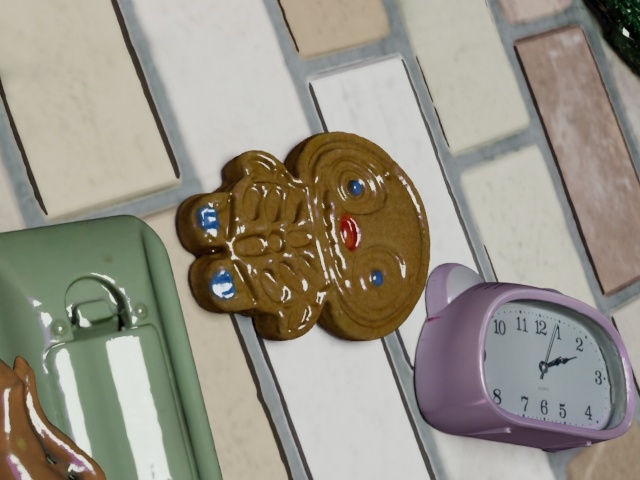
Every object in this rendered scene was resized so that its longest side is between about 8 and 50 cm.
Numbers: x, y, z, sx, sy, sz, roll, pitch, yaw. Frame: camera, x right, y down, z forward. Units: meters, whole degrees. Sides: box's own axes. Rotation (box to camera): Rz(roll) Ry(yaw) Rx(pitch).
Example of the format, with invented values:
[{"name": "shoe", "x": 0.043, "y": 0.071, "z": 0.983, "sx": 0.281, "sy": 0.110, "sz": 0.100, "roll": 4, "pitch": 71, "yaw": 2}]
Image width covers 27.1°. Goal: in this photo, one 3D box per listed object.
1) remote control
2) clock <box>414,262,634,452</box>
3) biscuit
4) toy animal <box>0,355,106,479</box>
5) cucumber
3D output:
[{"name": "remote control", "x": -0.087, "y": 0.156, "z": 0.603, "sx": 0.128, "sy": 0.065, "sz": 0.335, "roll": -11, "pitch": 85, "yaw": -44}, {"name": "clock", "x": 0.130, "y": 0.071, "z": 0.824, "sx": 0.152, "sy": 0.050, "sz": 0.110, "roll": 15, "pitch": 68, "yaw": -37}, {"name": "biscuit", "x": 0.000, "y": 0.000, "z": 0.749, "sx": 0.175, "sy": 0.026, "sz": 0.124, "roll": -10, "pitch": 84, "yaw": -42}, {"name": "toy animal", "x": -0.167, "y": 0.171, "z": 0.513, "sx": 0.224, "sy": 0.066, "sz": 0.230, "roll": -34, "pitch": 89, "yaw": -10}, {"name": "cucumber", "x": 0.289, "y": -0.110, "z": 1.020, "sx": 0.256, "sy": 0.043, "sz": 0.044, "roll": 44, "pitch": 59, "yaw": -24}]
